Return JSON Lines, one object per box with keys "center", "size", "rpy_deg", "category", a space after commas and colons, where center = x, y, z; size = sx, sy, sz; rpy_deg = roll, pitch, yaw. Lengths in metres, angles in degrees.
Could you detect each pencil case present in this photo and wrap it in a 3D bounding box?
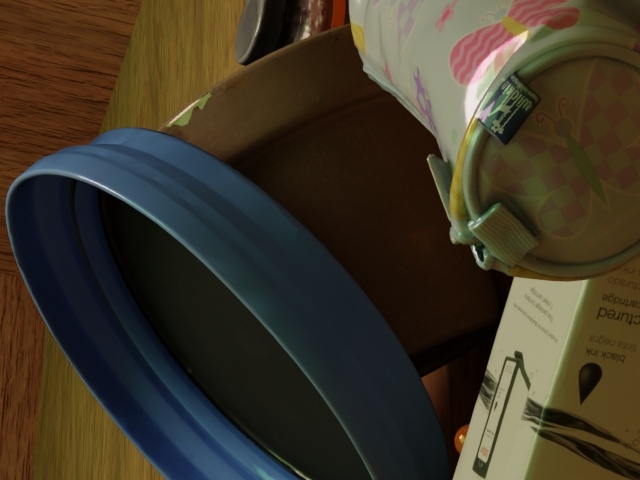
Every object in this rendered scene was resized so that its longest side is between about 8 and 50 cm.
{"center": [0.092, -0.084, 0.795], "size": [0.124, 0.113, 0.273], "rpy_deg": [-55, 23, 18], "category": "pencil case"}

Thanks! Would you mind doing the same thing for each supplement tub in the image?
{"center": [0.030, -0.159, 1.363], "size": [0.106, 0.198, 0.106], "rpy_deg": [-166, 90, -73], "category": "supplement tub"}

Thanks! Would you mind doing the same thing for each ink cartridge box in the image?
{"center": [0.160, 0.099, 0.822], "size": [0.086, 0.148, 0.203], "rpy_deg": [-134, 57, -69], "category": "ink cartridge box"}

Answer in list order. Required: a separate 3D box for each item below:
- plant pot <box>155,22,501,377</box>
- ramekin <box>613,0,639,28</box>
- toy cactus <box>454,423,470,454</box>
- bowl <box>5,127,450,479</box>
{"center": [0.020, -0.005, 1.205], "size": [0.229, 0.263, 0.263], "rpy_deg": [64, 151, 14], "category": "plant pot"}
{"center": [0.224, -0.173, 0.846], "size": [0.273, 0.127, 0.273], "rpy_deg": [-168, 90, -74], "category": "ramekin"}
{"center": [0.128, 0.135, 1.025], "size": [0.180, 0.112, 0.219], "rpy_deg": [-85, 6, -58], "category": "toy cactus"}
{"center": [-0.066, 0.087, 1.141], "size": [0.077, 0.391, 0.391], "rpy_deg": [-41, 0, -26], "category": "bowl"}
